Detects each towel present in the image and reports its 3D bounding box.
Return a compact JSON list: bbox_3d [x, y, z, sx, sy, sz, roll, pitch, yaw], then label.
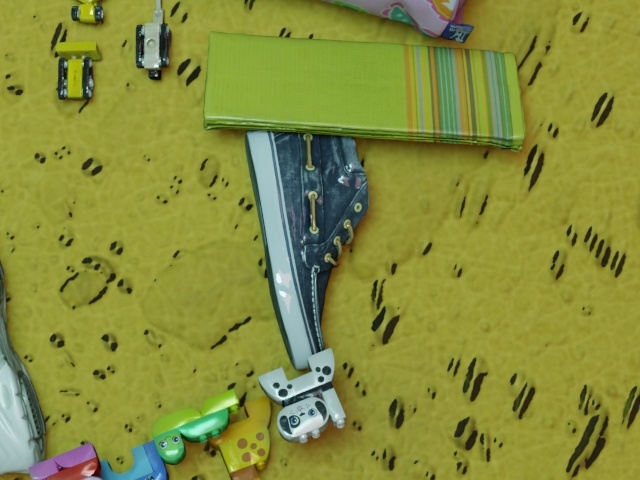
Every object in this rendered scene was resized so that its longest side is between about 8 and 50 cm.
[{"bbox_3d":[0.033,-0.112,1.222,0.237,0.021,0.102,4,46,-3],"label":"towel"}]

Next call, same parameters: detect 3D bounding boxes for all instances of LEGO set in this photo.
[{"bbox_3d":[-0.079,0.170,1.170,0.227,0.087,0.093,-22,71,-6],"label":"LEGO set"}]

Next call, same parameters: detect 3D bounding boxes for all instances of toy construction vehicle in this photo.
[{"bbox_3d":[-0.154,-0.152,1.229,0.086,0.035,0.098,-3,82,6],"label":"toy construction vehicle"}]

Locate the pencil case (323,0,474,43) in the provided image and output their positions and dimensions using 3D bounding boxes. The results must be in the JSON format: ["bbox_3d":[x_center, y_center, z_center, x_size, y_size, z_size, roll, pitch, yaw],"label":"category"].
[{"bbox_3d":[-0.018,-0.231,1.204,0.284,0.124,0.124,15,83,-4],"label":"pencil case"}]

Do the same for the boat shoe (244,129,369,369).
[{"bbox_3d":[0.000,0.000,1.206,0.083,0.065,0.183,-9,84,-6],"label":"boat shoe"}]

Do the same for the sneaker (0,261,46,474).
[{"bbox_3d":[-0.277,0.067,1.168,0.115,0.090,0.232,-16,85,-2],"label":"sneaker"}]
